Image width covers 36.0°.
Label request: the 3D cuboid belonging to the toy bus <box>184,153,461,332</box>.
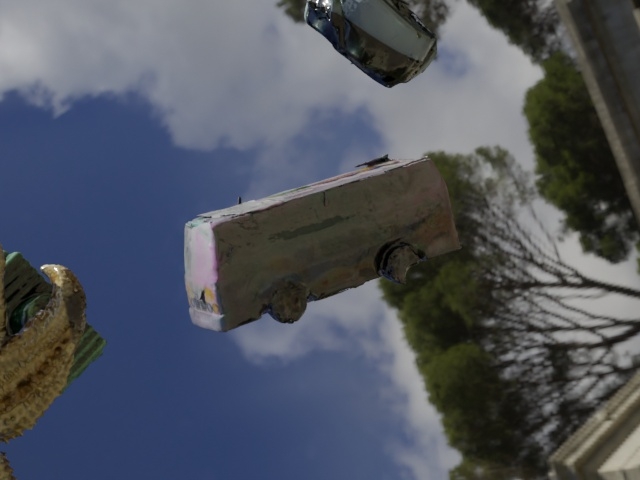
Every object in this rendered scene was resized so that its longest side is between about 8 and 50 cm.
[{"bbox_3d":[0.000,0.000,1.095,0.317,0.112,0.137,-18,-78,-29],"label":"toy bus"}]

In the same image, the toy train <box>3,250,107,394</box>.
[{"bbox_3d":[-0.349,0.130,0.898,0.138,0.330,0.178,51,-135,-21],"label":"toy train"}]

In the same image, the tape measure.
[{"bbox_3d":[0.031,-0.139,0.636,0.091,0.054,0.094,35,-162,-18],"label":"tape measure"}]

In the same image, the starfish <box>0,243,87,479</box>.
[{"bbox_3d":[-0.227,0.116,0.613,0.216,0.071,0.238,34,-88,-10],"label":"starfish"}]
